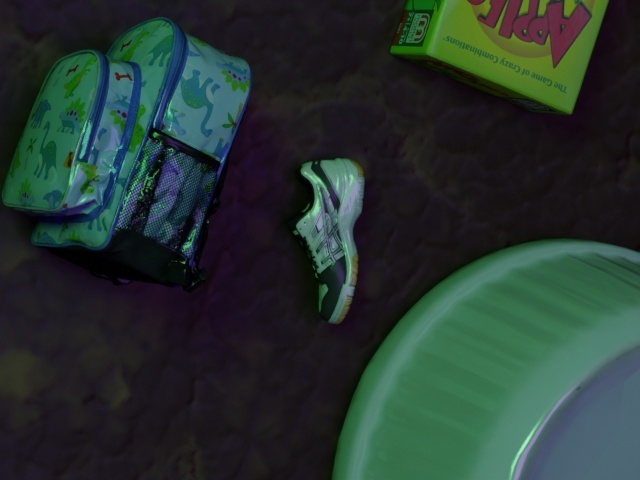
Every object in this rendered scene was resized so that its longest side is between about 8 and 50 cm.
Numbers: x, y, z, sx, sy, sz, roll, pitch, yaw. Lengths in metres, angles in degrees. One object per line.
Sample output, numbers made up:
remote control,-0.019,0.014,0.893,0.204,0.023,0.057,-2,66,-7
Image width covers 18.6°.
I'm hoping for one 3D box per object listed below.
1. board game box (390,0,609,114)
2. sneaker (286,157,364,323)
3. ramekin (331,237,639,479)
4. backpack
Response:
board game box,0.111,-0.165,1.003,0.092,0.043,0.181,20,87,-27
sneaker,0.000,0.000,0.979,0.037,0.032,0.083,3,90,-12
ramekin,0.149,0.139,1.010,0.273,0.127,0.272,-3,96,-26
backpack,-0.086,-0.044,0.888,0.084,0.105,0.114,28,78,-27
